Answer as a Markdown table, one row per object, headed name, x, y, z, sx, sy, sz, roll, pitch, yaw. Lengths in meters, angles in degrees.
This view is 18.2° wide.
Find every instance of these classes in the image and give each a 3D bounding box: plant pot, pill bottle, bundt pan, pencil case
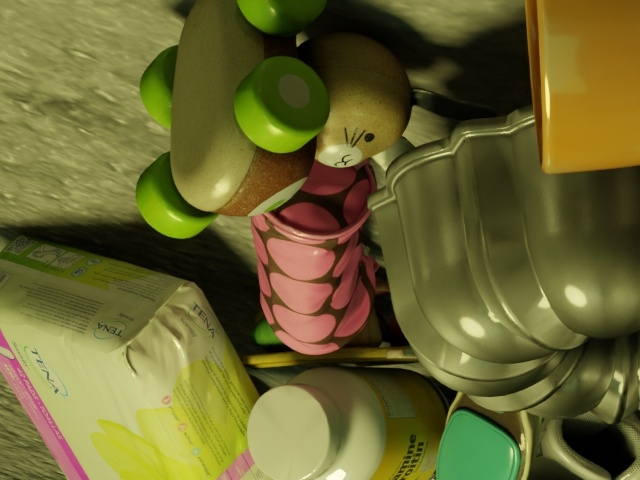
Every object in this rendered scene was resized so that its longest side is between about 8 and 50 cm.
| name | x | y | z | sx | sy | sz | roll | pitch | yaw |
| --- | --- | --- | --- | --- | --- | --- | --- | --- | --- |
| plant pot | 0.186 | -0.138 | 0.893 | 0.188 | 0.205 | 0.205 | -4 | 155 | 5 |
| pill bottle | 0.022 | 0.150 | 1.573 | 0.103 | 0.103 | 0.184 | 0 | 177 | 31 |
| bundt pan | 0.195 | 0.028 | 1.229 | 0.331 | 0.124 | 0.331 | -1 | 159 | 0 |
| pencil case | 0.000 | 0.000 | 1.430 | 0.095 | 0.098 | 0.209 | 56 | 167 | 20 |

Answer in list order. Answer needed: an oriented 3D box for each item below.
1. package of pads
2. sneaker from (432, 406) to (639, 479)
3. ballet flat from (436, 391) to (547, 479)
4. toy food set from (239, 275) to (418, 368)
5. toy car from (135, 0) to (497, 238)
| name | x | y | z | sx | sy | sz | roll | pitch | yaw |
| --- | --- | --- | --- | --- | --- | --- | --- | --- | --- |
| package of pads | -0.144 | 0.145 | 1.660 | 0.229 | 0.101 | 0.296 | 13 | 140 | 43 |
| sneaker | 0.124 | 0.178 | 1.705 | 0.366 | 0.137 | 0.210 | 11 | 156 | -1 |
| ballet flat | 0.148 | 0.122 | 1.542 | 0.086 | 0.086 | 0.248 | 13 | 132 | 6 |
| toy food set | 0.024 | 0.064 | 1.600 | 0.128 | 0.071 | 0.218 | 4 | 172 | -44 |
| toy car | 0.005 | -0.072 | 1.217 | 0.188 | 0.149 | 0.155 | 14 | 150 | -27 |
